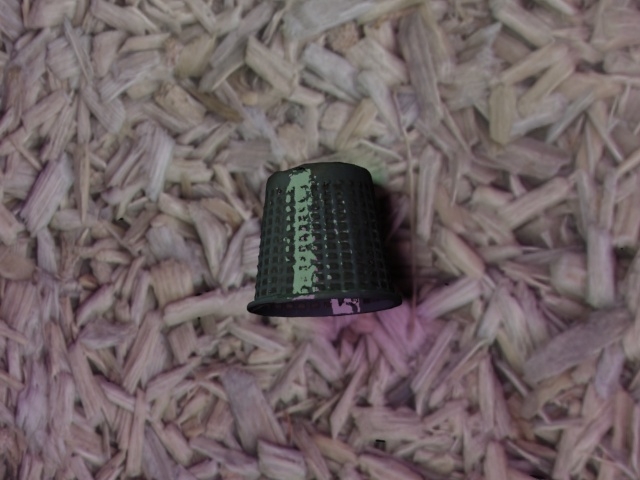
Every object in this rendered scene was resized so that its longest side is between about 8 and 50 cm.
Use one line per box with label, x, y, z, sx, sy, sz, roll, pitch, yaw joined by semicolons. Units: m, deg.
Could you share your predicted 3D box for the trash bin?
trash bin;0.000;0.000;1.494;0.175;0.175;0.161;-11;76;34
